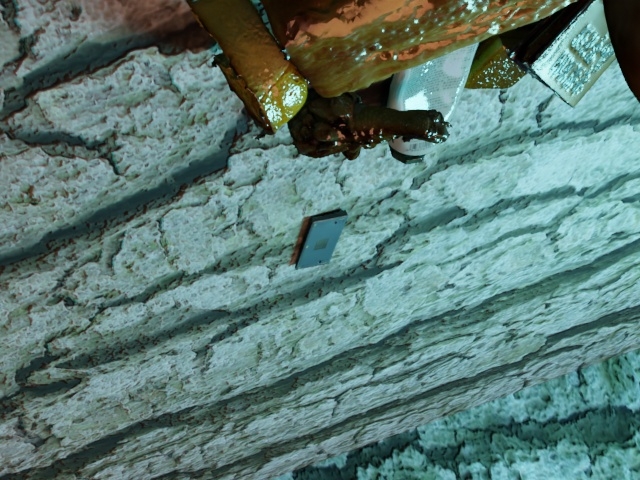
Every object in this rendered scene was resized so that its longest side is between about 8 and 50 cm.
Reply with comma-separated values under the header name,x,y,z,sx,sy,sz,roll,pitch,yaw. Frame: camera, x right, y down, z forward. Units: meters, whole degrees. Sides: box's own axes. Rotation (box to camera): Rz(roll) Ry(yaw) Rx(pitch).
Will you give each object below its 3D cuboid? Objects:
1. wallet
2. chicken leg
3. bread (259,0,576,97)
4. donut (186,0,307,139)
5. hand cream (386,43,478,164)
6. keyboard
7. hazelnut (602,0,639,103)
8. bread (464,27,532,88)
name,x,y,z,sx,sy,sz,roll,pitch,yaw
wallet,0.324,-0.244,1.991,0.161,0.042,0.195,-45,153,10
chicken leg,0.051,-0.142,1.952,0.196,0.080,0.125,-10,156,43
bread,0.105,-0.277,1.602,0.344,0.149,0.195,-20,156,11
donut,-0.067,-0.182,1.695,0.078,0.146,0.181,-33,158,-5
hand cream,0.134,-0.203,1.964,0.121,0.076,0.336,-19,154,-18
keyboard,0.000,0.001,2.411,0.055,0.014,0.176,-14,159,-15
hazelnut,0.446,-0.274,1.688,0.365,0.366,0.366,-18,160,-7
bread,0.226,-0.224,2.019,0.090,0.035,0.094,-5,155,-37
